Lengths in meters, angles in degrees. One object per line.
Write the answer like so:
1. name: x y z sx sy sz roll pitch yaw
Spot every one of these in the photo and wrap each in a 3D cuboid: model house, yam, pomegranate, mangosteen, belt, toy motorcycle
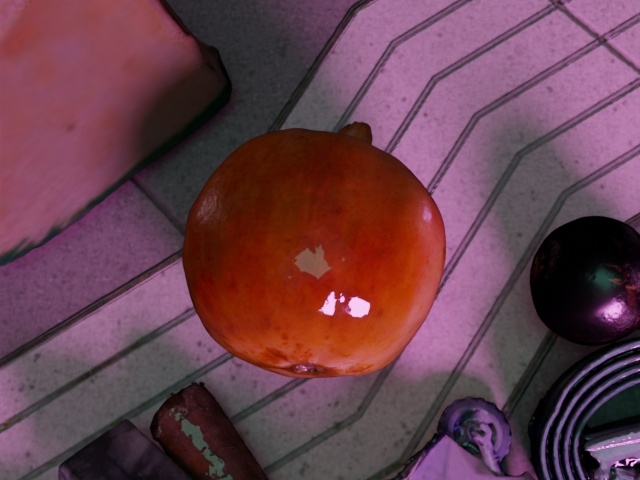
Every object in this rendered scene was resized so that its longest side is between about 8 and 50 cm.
1. model house: -0.367 -0.222 0.807 0.382 0.334 0.343 -40 66 2
2. yam: -0.115 0.224 0.788 0.079 0.079 0.141 -39 77 -2
3. pomegranate: 0.000 0.000 0.748 0.252 0.229 0.271 4 67 15
4. mangosteen: 0.286 0.044 0.752 0.151 0.137 0.137 16 80 -6
5. belt: 0.336 0.191 0.720 0.267 0.116 0.207 -24 77 3
6. toy motorcycle: 0.137 0.293 0.725 0.239 0.108 0.204 -44 77 -3

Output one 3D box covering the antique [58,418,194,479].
1. antique: -0.165 0.277 0.740 0.183 0.088 0.086 33 41 25
